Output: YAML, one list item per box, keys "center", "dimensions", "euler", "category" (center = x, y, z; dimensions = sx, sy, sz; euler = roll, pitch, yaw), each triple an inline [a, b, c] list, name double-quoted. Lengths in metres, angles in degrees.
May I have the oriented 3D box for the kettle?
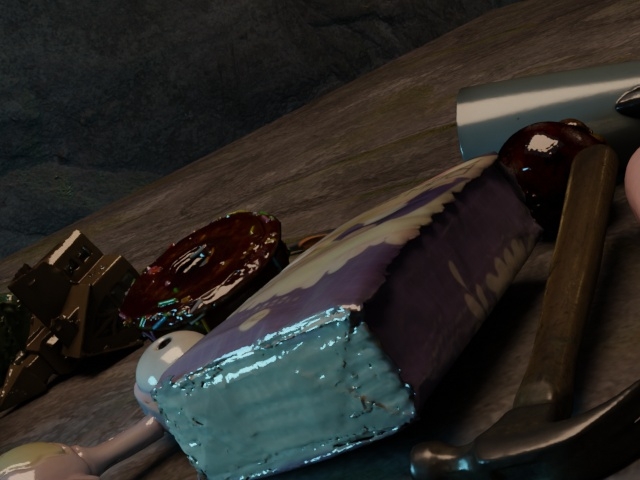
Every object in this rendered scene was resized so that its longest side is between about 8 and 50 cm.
- center: [0.313, -0.131, 1.166]
  dimensions: [0.243, 0.160, 0.210]
  euler: [-11, -11, 22]
  category: "kettle"

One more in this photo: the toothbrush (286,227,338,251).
- center: [0.001, -0.001, 1.383]
  dimensions: [0.321, 0.023, 0.031]
  euler: [-18, 22, 25]
  category: "toothbrush"

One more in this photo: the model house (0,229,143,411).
- center: [-0.373, 0.127, 1.308]
  dimensions: [0.181, 0.176, 0.248]
  euler: [-5, 40, 50]
  category: "model house"

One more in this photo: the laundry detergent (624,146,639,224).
- center: [0.349, -0.023, 0.773]
  dimensions: [0.159, 0.087, 0.335]
  euler: [-16, 17, 11]
  category: "laundry detergent"

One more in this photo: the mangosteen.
- center: [0.259, -0.079, 1.027]
  dimensions: [0.140, 0.140, 0.140]
  euler: [-23, 14, 6]
  category: "mangosteen"

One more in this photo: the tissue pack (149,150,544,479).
- center: [0.039, 0.058, 0.849]
  dimensions: [0.242, 0.125, 0.344]
  euler: [-28, 9, 36]
  category: "tissue pack"

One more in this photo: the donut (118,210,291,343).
- center: [-0.141, 0.057, 1.218]
  dimensions: [0.235, 0.089, 0.235]
  euler: [-24, 27, 13]
  category: "donut"

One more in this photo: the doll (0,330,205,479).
- center: [-0.190, 0.185, 0.881]
  dimensions: [0.365, 0.094, 0.160]
  euler: [-33, 20, -29]
  category: "doll"

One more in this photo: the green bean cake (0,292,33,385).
- center: [-0.579, 0.182, 1.462]
  dimensions: [0.241, 0.132, 0.255]
  euler: [-17, 15, 38]
  category: "green bean cake"

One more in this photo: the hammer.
- center: [0.200, 0.036, 0.773]
  dimensions: [0.168, 0.044, 0.440]
  euler: [-16, 25, 29]
  category: "hammer"
